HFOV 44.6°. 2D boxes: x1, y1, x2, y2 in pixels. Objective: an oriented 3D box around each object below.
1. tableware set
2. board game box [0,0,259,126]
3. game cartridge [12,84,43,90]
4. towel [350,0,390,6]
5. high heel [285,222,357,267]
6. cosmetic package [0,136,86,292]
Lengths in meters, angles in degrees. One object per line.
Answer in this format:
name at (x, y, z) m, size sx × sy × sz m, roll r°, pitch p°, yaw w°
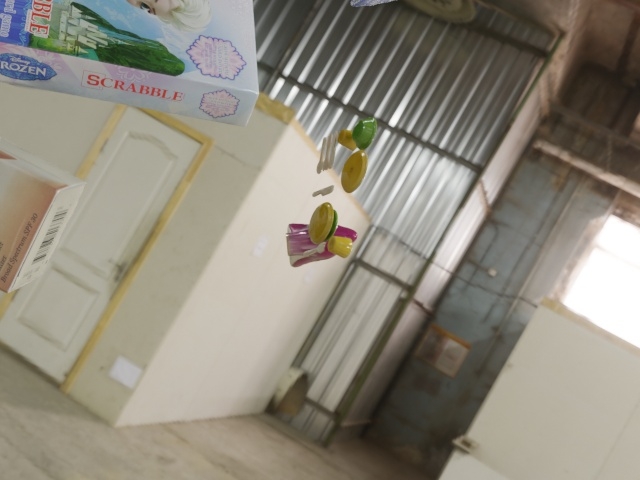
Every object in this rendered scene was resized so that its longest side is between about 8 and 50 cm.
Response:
tableware set at (0.026, -0.055, 0.849) m, size 0.024 × 0.154 × 0.104 m, roll 18°, pitch -18°, yaw -28°
board game box at (-0.240, -0.304, 0.955) m, size 0.317 × 0.319 × 0.066 m, roll 7°, pitch -35°, yaw -21°
game cartridge at (-0.424, -0.334, 1.226) m, size 0.060 × 0.196 × 0.294 m, roll 0°, pitch 10°, yaw 16°
towel at (0.227, -0.453, 1.170) m, size 0.040 × 0.336 × 0.243 m, roll 64°, pitch -30°, yaw 5°
high heel at (0.000, 0.000, 1.372) m, size 0.117 × 0.082 × 0.244 m, roll -5°, pitch -6°, yaw -1°
cosmetic package at (-0.471, -0.074, 0.976) m, size 0.296 × 0.153 × 0.129 m, roll 27°, pitch 7°, yaw -4°
